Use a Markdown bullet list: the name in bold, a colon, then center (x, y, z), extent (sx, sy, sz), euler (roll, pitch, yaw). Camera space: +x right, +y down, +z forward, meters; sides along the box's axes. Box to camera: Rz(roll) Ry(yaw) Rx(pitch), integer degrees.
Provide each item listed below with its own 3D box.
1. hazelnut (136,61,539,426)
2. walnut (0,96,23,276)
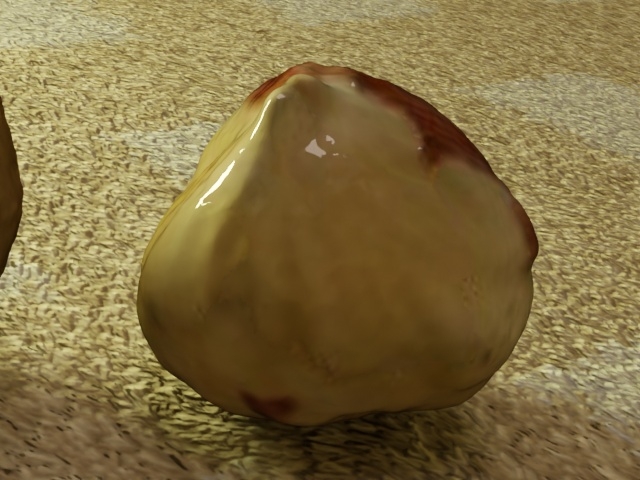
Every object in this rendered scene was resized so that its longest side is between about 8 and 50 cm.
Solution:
- **hazelnut**: center (0.000, 0.000, 0.988), extent (0.261, 0.241, 0.261), euler (0, 48, 0)
- **walnut**: center (-0.339, -0.042, 0.886), extent (0.333, 0.332, 0.333), euler (9, 23, -4)
